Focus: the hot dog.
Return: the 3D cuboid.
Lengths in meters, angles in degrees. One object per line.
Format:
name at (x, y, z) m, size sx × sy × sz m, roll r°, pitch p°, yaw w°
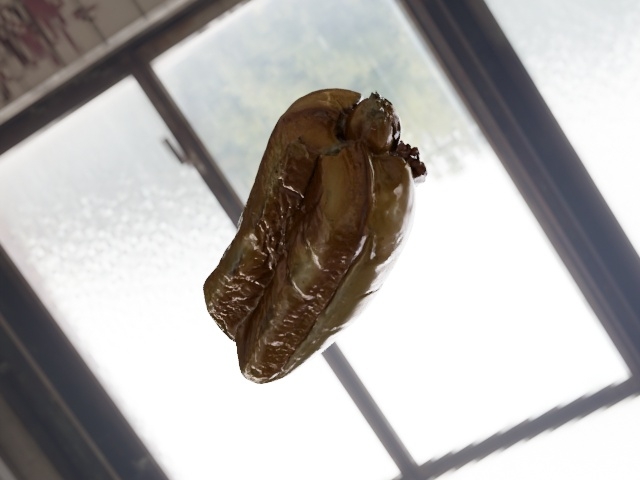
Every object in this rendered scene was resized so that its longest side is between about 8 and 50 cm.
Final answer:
hot dog at (0.000, 0.000, 0.831) m, size 0.076 × 0.102 × 0.249 m, roll -16°, pitch 155°, yaw -26°
